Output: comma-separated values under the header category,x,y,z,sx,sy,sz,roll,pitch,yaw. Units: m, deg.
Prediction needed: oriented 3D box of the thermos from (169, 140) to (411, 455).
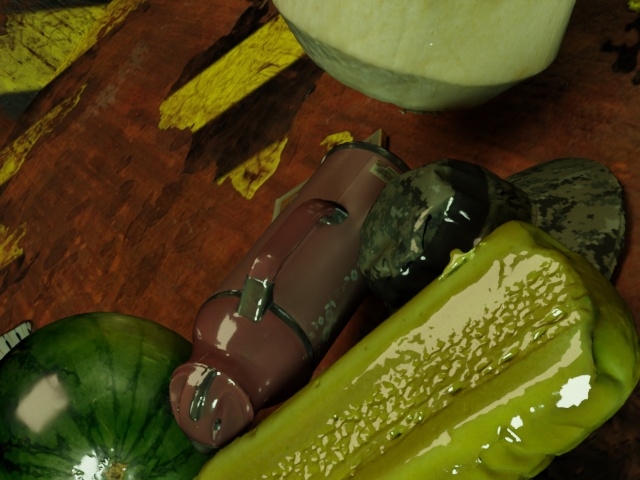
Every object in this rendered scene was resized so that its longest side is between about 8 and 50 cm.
category,x,y,z,sx,sy,sz,roll,pitch,yaw
thermos,-0.017,0.040,0.996,0.136,0.109,0.330,-39,10,47

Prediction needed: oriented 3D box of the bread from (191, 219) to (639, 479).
category,x,y,z,sx,sy,sz,roll,pitch,yaw
bread,0.061,0.149,0.838,0.383,0.112,0.166,-42,44,20

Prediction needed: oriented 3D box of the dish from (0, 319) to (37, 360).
category,x,y,z,sx,sy,sz,roll,pitch,yaw
dish,-0.426,0.204,1.590,0.191,0.066,0.190,-35,31,25

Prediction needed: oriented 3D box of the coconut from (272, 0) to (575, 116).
category,x,y,z,sx,sy,sz,roll,pitch,yaw
coconut,0.104,-0.290,1.094,0.323,0.323,0.323,-37,30,26

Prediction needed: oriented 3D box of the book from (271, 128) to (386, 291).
category,x,y,z,sx,sy,sz,roll,pitch,yaw
book,-0.001,-0.001,1.235,0.170,0.018,0.241,-33,32,31

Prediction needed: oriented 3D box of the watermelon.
category,x,y,z,sx,sy,sz,roll,pitch,yaw
watermelon,-0.196,0.182,1.066,0.242,0.242,0.242,-37,30,26

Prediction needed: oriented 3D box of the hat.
category,x,y,z,sx,sy,sz,roll,pitch,yaw
hat,0.104,0.008,0.944,0.265,0.128,0.265,-42,26,26
